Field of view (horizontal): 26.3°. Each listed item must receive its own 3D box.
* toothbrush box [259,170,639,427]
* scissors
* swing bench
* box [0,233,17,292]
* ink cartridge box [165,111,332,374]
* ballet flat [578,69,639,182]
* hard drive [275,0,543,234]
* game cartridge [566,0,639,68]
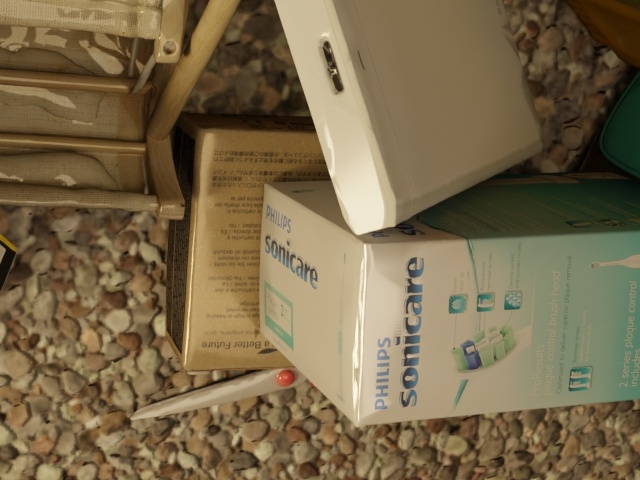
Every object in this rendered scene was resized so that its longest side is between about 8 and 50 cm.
[{"bbox_3d":[0.126,0.029,0.977,0.296,0.216,0.126,-2,103,-20],"label":"toothbrush box"},{"bbox_3d":[-0.011,0.121,1.182,0.297,0.021,0.109,-28,119,-9],"label":"scissors"},{"bbox_3d":[-0.201,-0.154,0.913,0.253,0.165,0.254,3,136,-22],"label":"swing bench"},{"bbox_3d":[-0.404,0.016,0.884,0.322,0.079,0.257,-29,124,28],"label":"box"},{"bbox_3d":[0.000,0.000,1.090,0.235,0.088,0.193,1,105,-20],"label":"ink cartridge box"},{"bbox_3d":[0.281,-0.039,1.184,0.123,0.123,0.348,29,98,-27],"label":"ballet flat"},{"bbox_3d":[0.067,-0.131,0.944,0.040,0.307,0.203,-16,94,28],"label":"hard drive"},{"bbox_3d":[0.204,-0.224,0.971,0.053,0.285,0.323,-42,118,-1],"label":"game cartridge"}]
